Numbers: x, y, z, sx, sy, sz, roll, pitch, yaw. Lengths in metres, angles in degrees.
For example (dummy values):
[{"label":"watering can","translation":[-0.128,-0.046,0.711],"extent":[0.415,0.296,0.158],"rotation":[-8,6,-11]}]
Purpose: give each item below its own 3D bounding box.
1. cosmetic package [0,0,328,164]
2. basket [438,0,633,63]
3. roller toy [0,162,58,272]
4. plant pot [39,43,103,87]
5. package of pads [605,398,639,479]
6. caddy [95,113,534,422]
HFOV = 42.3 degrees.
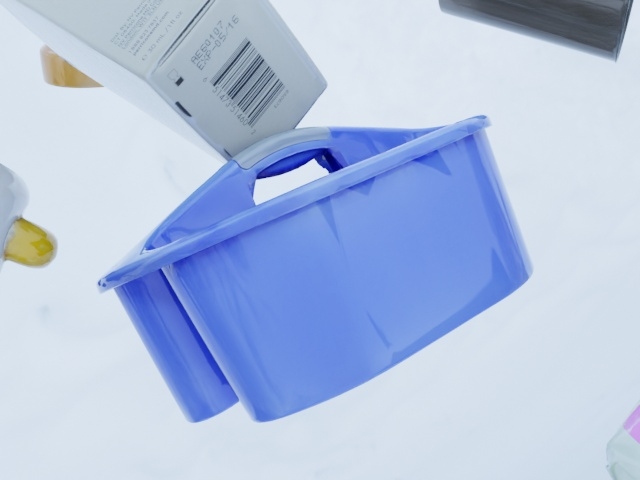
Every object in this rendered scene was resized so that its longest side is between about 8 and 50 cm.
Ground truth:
[{"label":"cosmetic package","translation":[-0.159,-0.188,0.716],"extent":[0.113,0.309,0.160],"rotation":[-52,145,-5]},{"label":"basket","translation":[0.270,-0.326,1.015],"extent":[0.154,0.227,0.204],"rotation":[73,35,-58]},{"label":"roller toy","translation":[-0.309,-0.023,0.572],"extent":[0.191,0.209,0.146],"rotation":[47,63,-73]},{"label":"plant pot","translation":[-0.386,-0.377,1.419],"extent":[0.205,0.205,0.188],"rotation":[-17,118,-29]},{"label":"package of pads","translation":[0.353,0.108,0.519],"extent":[0.296,0.229,0.101],"rotation":[-44,132,-11]},{"label":"caddy","translation":[0.000,0.000,0.643],"extent":[0.341,0.179,0.241],"rotation":[-25,-178,-34]}]
